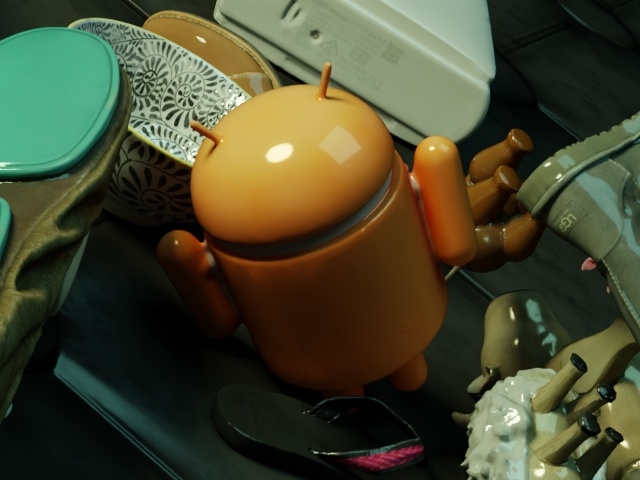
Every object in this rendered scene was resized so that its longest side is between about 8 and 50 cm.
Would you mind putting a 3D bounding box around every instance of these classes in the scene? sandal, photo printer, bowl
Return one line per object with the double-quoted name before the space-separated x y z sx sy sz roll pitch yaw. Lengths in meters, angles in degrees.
"sandal" 0.021 0.117 1.083 0.179 0.040 0.067 21 27 -31
"photo printer" 0.035 -0.225 1.676 0.256 0.107 0.307 31 24 -12
"bowl" -0.110 -0.062 1.198 0.170 0.080 0.170 30 24 -15

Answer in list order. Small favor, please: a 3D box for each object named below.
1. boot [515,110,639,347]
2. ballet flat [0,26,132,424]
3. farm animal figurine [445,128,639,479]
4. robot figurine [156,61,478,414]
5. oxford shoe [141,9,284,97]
"boot" 0.234 0.021 1.124 0.189 0.076 0.208 -28 68 -38
"ballet flat" -0.166 0.010 0.934 0.116 0.124 0.342 3 29 2
"farm animal figurine" 0.197 0.092 1.230 0.330 0.172 0.327 19 42 -30
"robot figurine" 0.002 -0.001 1.101 0.158 0.219 0.128 4 43 34
"oxford shoe" -0.068 -0.091 1.329 0.212 0.076 0.076 44 35 21
